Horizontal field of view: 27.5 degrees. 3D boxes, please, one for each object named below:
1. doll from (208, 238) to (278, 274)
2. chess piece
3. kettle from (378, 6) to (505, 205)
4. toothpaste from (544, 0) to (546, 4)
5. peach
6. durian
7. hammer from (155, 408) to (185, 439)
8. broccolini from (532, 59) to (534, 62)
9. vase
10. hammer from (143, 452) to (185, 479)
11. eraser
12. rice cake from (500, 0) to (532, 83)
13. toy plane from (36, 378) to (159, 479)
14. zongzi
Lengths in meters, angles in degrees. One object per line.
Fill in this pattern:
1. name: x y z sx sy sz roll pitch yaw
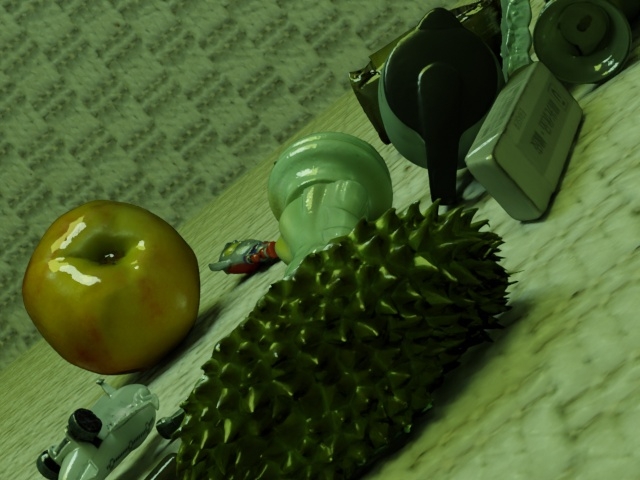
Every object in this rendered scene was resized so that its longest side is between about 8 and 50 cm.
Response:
1. doll: -0.121 0.025 2.216 0.104 0.062 0.194 -47 18 -32
2. chess piece: 0.000 0.000 1.673 0.176 0.176 0.298 -35 23 27
3. kettle: 0.151 -0.151 1.605 0.161 0.221 0.236 1 -5 5
4. toothpaste: 0.501 -0.481 2.163 0.299 0.073 0.114 -27 13 27
5. peach: -0.331 0.087 2.133 0.289 0.289 0.308 -44 -17 -24
6. durian: 0.011 0.100 1.081 0.352 0.158 0.169 -43 -3 1
7. hammer: -0.114 0.159 1.662 0.103 0.029 0.246 -33 10 37
8. broccolini: 0.281 -0.226 1.898 0.030 0.035 0.140 -37 10 42
9. vase: 0.353 -0.322 1.690 0.173 0.173 0.321 -34 14 32
10. hammer: -0.258 0.360 1.228 0.168 0.044 0.440 -27 15 49
11. eraser: 0.225 -0.114 1.420 0.061 0.089 0.352 -39 9 31
12. rice cake: 0.260 -0.262 1.734 0.037 0.189 0.198 -1 -3 5
13. toy plane: -0.264 0.239 1.581 0.251 0.101 0.255 -50 9 27
14. zongzi: 0.209 -0.308 2.260 0.289 0.154 0.317 -30 6 13
